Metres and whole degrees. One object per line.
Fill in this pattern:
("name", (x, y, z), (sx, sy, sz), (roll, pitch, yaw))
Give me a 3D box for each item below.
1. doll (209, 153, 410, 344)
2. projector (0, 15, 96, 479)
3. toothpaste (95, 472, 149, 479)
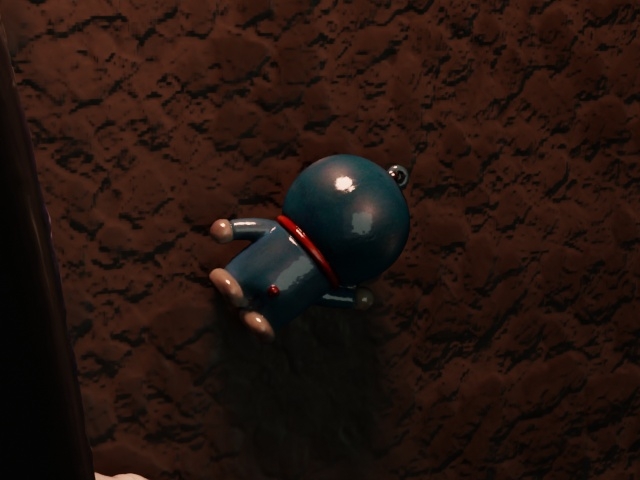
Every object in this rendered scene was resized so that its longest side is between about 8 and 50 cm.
("doll", (0.000, 0.000, 1.116), (0.152, 0.085, 0.114), (-42, 103, -6))
("projector", (-0.321, 0.046, 0.784), (0.395, 0.242, 0.405), (-13, 118, -10))
("toothpaste", (-0.056, 0.229, 1.129), (0.323, 0.066, 0.100), (34, 82, -36))
